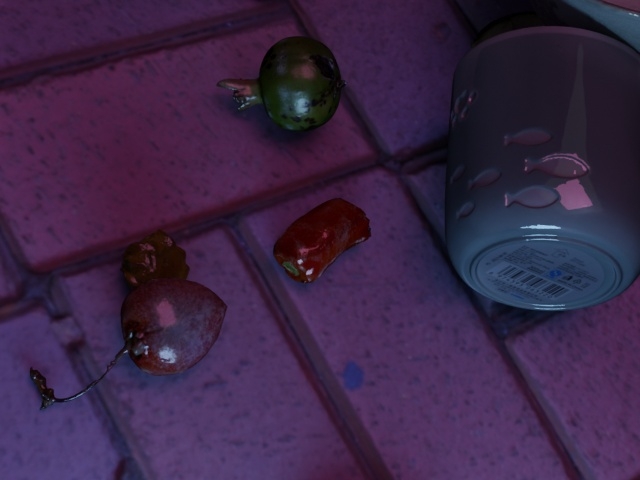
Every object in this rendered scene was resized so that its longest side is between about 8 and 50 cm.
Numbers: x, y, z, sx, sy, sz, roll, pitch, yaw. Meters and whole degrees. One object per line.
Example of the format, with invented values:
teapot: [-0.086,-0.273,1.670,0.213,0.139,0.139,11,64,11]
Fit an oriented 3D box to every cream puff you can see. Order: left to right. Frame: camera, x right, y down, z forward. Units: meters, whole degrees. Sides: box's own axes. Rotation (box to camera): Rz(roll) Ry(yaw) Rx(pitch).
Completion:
cream puff: [-0.191,0.028,1.554,0.058,0.083,0.083,3,63,32]

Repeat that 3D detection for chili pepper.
chili pepper: [0.000,0.000,1.639,0.123,0.070,0.073,-40,99,-36]

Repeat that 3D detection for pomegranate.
pomegranate: [-0.046,-0.190,1.707,0.161,0.122,0.122,-7,62,4]

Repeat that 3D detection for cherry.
cherry: [-0.205,0.104,1.483,0.225,0.090,0.107,-17,102,-22]

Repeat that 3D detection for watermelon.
watermelon: [0.325,-0.249,1.924,0.245,0.063,0.119,27,74,-12]

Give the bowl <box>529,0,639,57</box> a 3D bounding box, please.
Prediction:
bowl: [0.434,-0.329,1.808,0.434,0.196,0.435,2,43,-2]

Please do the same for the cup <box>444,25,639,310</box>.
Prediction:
cup: [0.320,-0.083,1.654,0.259,0.356,0.275,39,49,-43]
